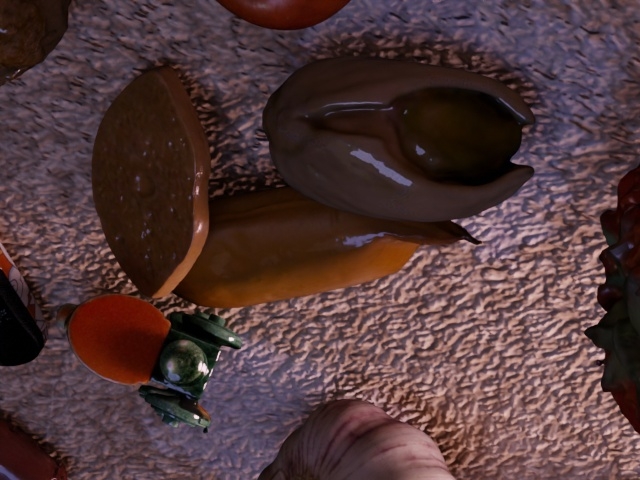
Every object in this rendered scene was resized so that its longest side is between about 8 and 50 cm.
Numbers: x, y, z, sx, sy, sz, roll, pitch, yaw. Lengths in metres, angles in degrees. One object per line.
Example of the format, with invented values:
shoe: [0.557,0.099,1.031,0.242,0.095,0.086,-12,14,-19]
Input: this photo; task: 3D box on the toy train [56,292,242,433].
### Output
toy train: [-0.177,0.105,1.702,0.177,0.116,0.285,24,175,-7]

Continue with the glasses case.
glasses case: [-0.377,0.030,1.814,0.103,0.067,0.267,-4,130,27]

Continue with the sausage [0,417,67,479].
sausage: [-0.360,0.263,2.028,0.141,0.076,0.076,39,134,-16]

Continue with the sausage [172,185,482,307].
sausage: [-0.003,-0.002,1.602,0.328,0.112,0.112,-8,128,32]

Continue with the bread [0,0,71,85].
bread: [-0.328,-0.222,1.508,0.230,0.123,0.230,13,139,11]

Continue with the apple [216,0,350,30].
apple: [-0.029,-0.245,1.359,0.163,0.139,0.163,12,137,11]

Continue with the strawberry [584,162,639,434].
strawberry: [0.401,0.034,1.388,0.351,0.267,0.312,-4,129,-7]

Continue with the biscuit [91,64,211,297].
biscuit: [-0.157,-0.054,1.611,0.142,0.029,0.221,11,107,38]

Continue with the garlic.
garlic: [0.073,0.300,1.832,0.253,0.245,0.245,11,151,-45]

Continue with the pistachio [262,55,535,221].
pistachio: [0.066,-0.086,1.482,0.238,0.153,0.138,6,94,14]
